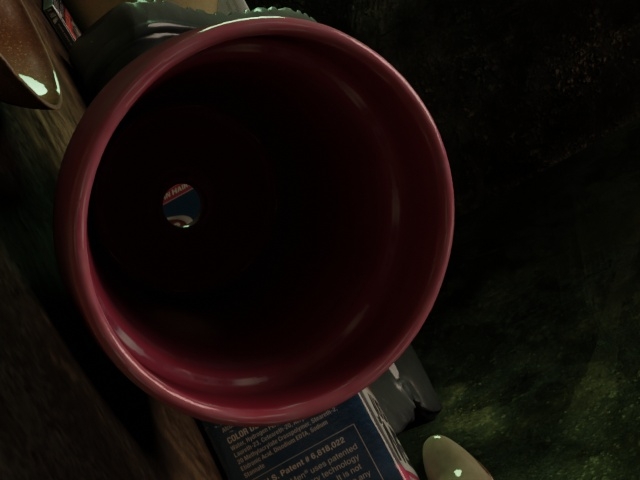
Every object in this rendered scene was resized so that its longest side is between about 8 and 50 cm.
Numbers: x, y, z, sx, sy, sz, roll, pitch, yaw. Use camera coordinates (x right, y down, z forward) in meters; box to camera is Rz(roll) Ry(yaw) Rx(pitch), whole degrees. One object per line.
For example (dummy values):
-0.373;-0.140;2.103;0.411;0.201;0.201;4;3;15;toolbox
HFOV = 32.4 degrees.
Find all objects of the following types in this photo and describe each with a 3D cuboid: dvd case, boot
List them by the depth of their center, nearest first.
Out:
0.093;0.171;0.711;0.118;0.042;0.087;55;6;26;boot
-0.007;-0.015;1.076;0.367;0.146;0.445;-13;65;-54;boot
-0.237;-0.188;1.088;0.119;0.013;0.087;60;1;-28;dvd case

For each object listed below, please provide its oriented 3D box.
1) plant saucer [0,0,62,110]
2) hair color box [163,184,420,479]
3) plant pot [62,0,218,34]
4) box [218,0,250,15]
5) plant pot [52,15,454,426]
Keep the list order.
-0.205;-0.149;0.585;0.199;0.036;0.198;62;1;-1;plant saucer
-0.029;0.096;0.782;0.347;0.105;0.174;61;0;19;hair color box
-0.205;-0.331;1.167;0.256;0.256;0.274;-118;-165;-80;plant pot
-0.174;-0.251;1.374;0.119;0.181;0.181;60;0;35;box
-0.054;-0.018;0.612;0.201;0.201;0.180;61;-15;-18;plant pot
